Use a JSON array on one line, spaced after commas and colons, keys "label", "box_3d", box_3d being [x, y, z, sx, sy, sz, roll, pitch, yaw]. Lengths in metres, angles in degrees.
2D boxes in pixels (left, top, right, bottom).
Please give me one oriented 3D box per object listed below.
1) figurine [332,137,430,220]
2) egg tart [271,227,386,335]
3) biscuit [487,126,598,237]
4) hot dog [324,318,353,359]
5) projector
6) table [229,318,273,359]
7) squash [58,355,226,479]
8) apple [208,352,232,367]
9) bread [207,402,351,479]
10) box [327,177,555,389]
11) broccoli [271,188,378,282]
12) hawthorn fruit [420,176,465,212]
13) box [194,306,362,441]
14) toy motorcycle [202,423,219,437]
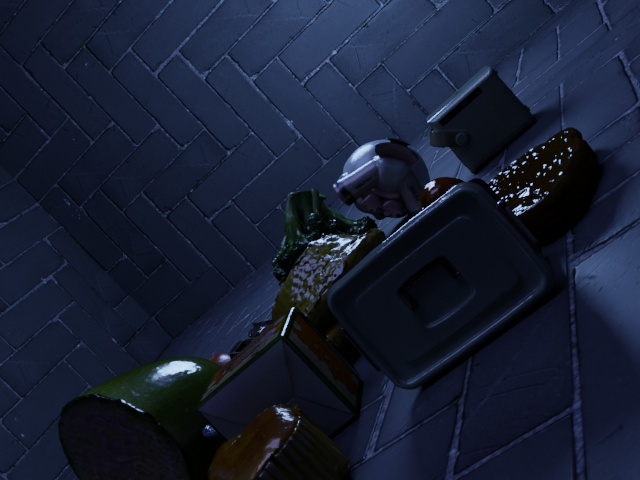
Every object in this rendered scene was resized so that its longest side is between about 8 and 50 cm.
[{"label": "figurine", "box_3d": [0.183, -0.154, 2.168, 0.211, 0.253, 0.361, -62, 0, 6]}, {"label": "egg tart", "box_3d": [-0.002, 0.104, 1.679, 0.345, 0.132, 0.345, -56, -9, -14]}, {"label": "biscuit", "box_3d": [0.331, -0.058, 1.413, 0.359, 0.074, 0.381, -44, 9, 2]}, {"label": "hot dog", "box_3d": [0.065, 0.163, 1.599, 0.249, 0.068, 0.100, -46, -5, -42]}, {"label": "projector", "box_3d": [0.388, -0.296, 2.084, 0.242, 0.177, 0.163, -40, 5, 12]}, {"label": "table", "box_3d": [-0.095, 0.230, 1.873, 0.175, 0.062, 0.146, -15, 18, 24]}, {"label": "squash", "box_3d": [-0.304, 0.345, 1.663, 0.310, 0.310, 0.309, -38, 7, 37]}, {"label": "apple", "box_3d": [-0.224, 0.333, 1.877, 0.163, 0.139, 0.163, -33, 0, 0]}, {"label": "bread", "box_3d": [-0.066, 0.317, 1.156, 0.179, 0.133, 0.250, -48, 7, -9]}, {"label": "box", "box_3d": [0.174, 0.050, 1.190, 0.294, 0.193, 0.167, -40, 2, 21]}, {"label": "broccoli", "box_3d": [0.000, 0.000, 2.208, 0.308, 0.275, 0.308, -13, 0, 0]}, {"label": "hawthorn fruit", "box_3d": [0.264, -0.078, 1.705, 0.140, 0.125, 0.125, -44, 7, 6]}, {"label": "box", "box_3d": [-0.062, 0.246, 1.346, 0.195, 0.177, 0.148, -41, 6, 14]}, {"label": "toy motorcycle", "box_3d": [-0.104, 0.297, 1.556, 0.255, 0.092, 0.135, -24, 7, -10]}]
